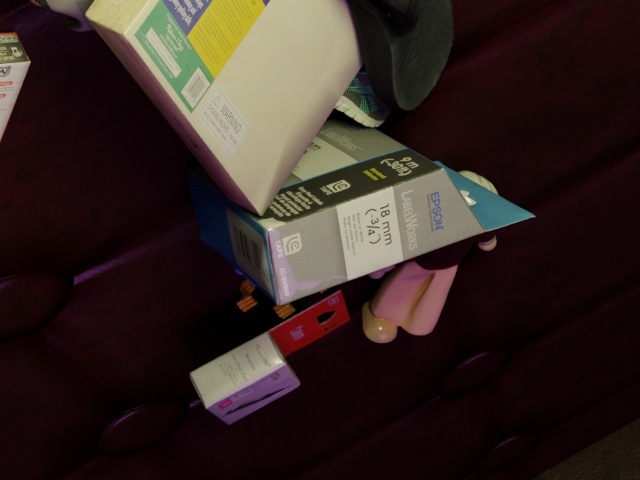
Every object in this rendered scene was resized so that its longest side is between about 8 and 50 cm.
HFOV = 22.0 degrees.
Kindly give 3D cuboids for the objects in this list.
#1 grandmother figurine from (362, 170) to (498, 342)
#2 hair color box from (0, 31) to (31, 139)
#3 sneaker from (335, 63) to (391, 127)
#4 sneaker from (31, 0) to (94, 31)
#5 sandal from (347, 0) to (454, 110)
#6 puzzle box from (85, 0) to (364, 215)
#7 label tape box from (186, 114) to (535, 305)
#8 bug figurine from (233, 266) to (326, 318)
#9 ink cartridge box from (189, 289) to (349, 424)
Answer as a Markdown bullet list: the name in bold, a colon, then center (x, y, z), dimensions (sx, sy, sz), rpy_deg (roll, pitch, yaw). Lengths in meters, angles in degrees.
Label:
- **grandmother figurine**: center (0.170, 0.018, 2.342), dimensions (0.208, 0.104, 0.342), rpy_deg (-24, 156, -30)
- **hair color box**: center (-0.343, -0.141, 1.625), dimensions (0.072, 0.043, 0.141), rpy_deg (-9, 147, -35)
- **sneaker**: center (0.047, -0.184, 1.917), dimensions (0.076, 0.065, 0.166), rpy_deg (-44, 152, 17)
- **sneaker**: center (-0.236, -0.261, 1.469), dimensions (0.108, 0.100, 0.271), rpy_deg (-28, 154, 7)
- **sandal**: center (0.097, -0.281, 1.682), dimensions (0.167, 0.107, 0.446), rpy_deg (-59, 155, -15)
- **puzzle box**: center (-0.063, -0.221, 1.625), dimensions (0.272, 0.052, 0.409), rpy_deg (-56, 155, -11)
- **label tape box**: center (0.044, -0.058, 1.922), dimensions (0.334, 0.240, 0.106), rpy_deg (-19, 117, -20)
- **bug figurine**: center (0.000, 0.000, 2.170), dimensions (0.279, 0.072, 0.216), rpy_deg (-33, 159, -4)
- **ink cartridge box**: center (-0.056, 0.173, 2.353), dimensions (0.239, 0.060, 0.275), rpy_deg (-28, 168, -2)
